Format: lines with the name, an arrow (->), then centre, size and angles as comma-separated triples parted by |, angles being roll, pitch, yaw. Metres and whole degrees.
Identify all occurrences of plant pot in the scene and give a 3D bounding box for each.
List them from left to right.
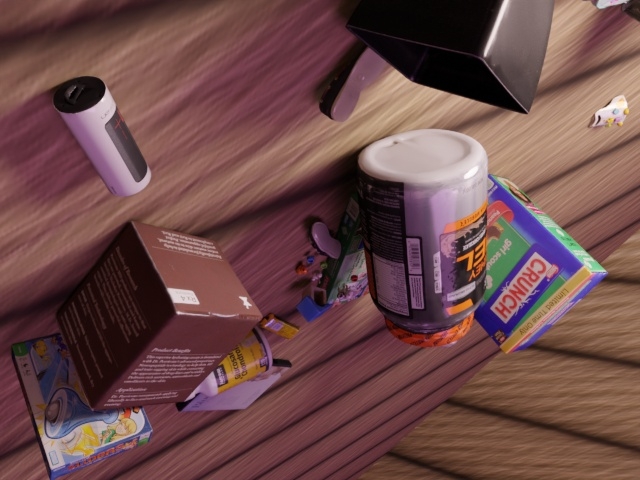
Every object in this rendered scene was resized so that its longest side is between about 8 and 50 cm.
plant pot -> 0.177, -0.281, 0.669 | 0.188, 0.187, 0.167 | 12, 104, -53

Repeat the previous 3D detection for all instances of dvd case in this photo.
dvd case -> -0.195, 0.340, 1.307 | 0.180, 0.022, 0.253 | -44, 150, 12

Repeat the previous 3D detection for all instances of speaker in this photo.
speaker -> -0.232, -0.109, 0.598 | 0.055, 0.055, 0.136 | -29, 149, -14

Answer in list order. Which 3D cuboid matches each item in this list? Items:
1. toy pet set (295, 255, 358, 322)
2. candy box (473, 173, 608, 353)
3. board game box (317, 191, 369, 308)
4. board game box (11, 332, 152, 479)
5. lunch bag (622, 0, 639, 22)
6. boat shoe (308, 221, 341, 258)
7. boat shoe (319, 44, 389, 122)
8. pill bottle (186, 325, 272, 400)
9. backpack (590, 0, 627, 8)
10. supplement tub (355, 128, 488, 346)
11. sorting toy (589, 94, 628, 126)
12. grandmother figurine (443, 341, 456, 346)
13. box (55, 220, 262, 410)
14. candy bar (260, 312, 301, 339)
toy pet set -> -0.001, 0.105, 1.091 | 0.122, 0.065, 0.114 | 24, 131, -25
candy box -> 0.426, 0.052, 1.264 | 0.122, 0.317, 0.268 | -1, 135, -46
board game box -> 0.117, 0.008, 1.147 | 0.214, 0.046, 0.317 | -18, 145, -31
board game box -> -0.344, 0.220, 0.794 | 0.136, 0.201, 0.035 | -12, 142, -38
lunch bag -> 0.709, -0.428, 0.919 | 0.235, 0.287, 0.169 | -36, 151, -1
boat shoe -> 0.000, 0.000, 1.017 | 0.125, 0.038, 0.046 | 38, 60, -61
boat shoe -> 0.046, -0.223, 0.749 | 0.049, 0.042, 0.133 | 29, 97, -49
pill bottle -> -0.195, 0.242, 1.085 | 0.184, 0.103, 0.103 | -21, 147, -27
backpack -> 0.449, -0.425, 0.820 | 0.182, 0.115, 0.152 | -21, 150, -21
supplement tub -> 0.175, 0.002, 0.936 | 0.207, 0.207, 0.338 | -25, 125, -21
sorting toy -> 0.697, -0.301, 1.346 | 0.075, 0.044, 0.083 | -14, 148, -1
grandmother figurine -> 0.250, 0.133, 1.239 | 0.104, 0.208, 0.342 | -56, 142, -25
box -> -0.232, 0.111, 0.795 | 0.203, 0.167, 0.168 | -47, 149, 16
candy bar -> -0.085, 0.192, 1.220 | 0.040, 0.018, 0.161 | -43, 150, 3
